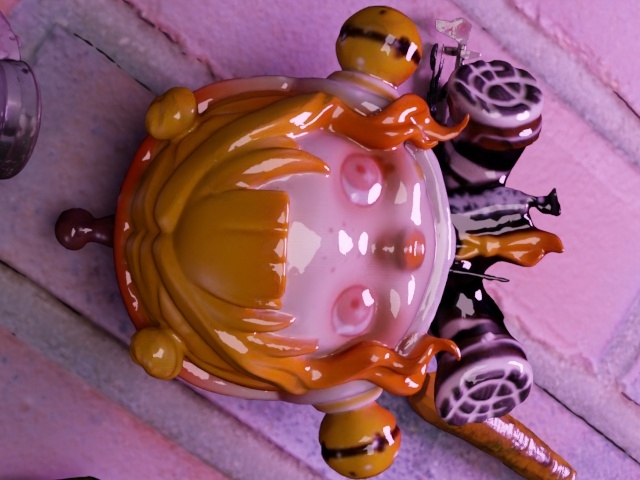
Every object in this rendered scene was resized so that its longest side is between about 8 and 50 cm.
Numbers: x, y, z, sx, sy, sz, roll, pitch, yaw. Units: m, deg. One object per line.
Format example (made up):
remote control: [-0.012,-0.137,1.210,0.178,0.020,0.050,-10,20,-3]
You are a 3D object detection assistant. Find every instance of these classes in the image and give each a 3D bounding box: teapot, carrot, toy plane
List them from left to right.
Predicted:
teapot: [-0.254,-0.096,1.053,0.146,0.148,0.116,8,130,-37]
toy plane: [0.102,-0.108,1.250,0.049,0.031,0.121,4,98,-17]
carrot: [0.138,0.155,1.298,0.170,0.042,0.042,36,82,-27]

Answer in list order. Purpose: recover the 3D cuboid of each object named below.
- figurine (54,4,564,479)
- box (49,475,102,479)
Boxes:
figurine: [-0.001,0.000,1.126,0.323,0.196,0.320,3,90,-32]
box: [-0.303,0.239,1.065,0.345,0.097,0.134,-3,97,-25]
